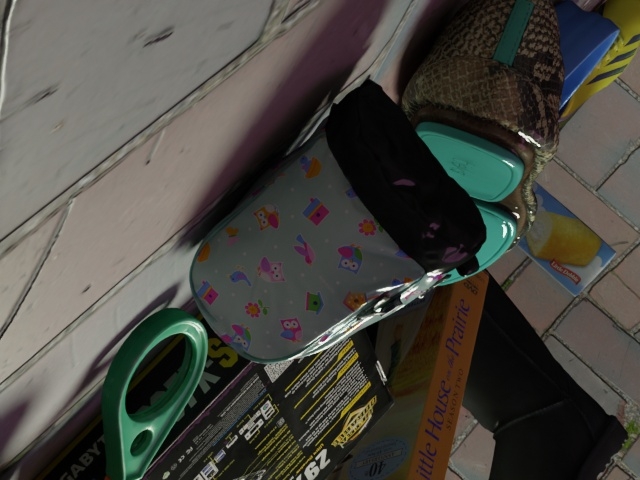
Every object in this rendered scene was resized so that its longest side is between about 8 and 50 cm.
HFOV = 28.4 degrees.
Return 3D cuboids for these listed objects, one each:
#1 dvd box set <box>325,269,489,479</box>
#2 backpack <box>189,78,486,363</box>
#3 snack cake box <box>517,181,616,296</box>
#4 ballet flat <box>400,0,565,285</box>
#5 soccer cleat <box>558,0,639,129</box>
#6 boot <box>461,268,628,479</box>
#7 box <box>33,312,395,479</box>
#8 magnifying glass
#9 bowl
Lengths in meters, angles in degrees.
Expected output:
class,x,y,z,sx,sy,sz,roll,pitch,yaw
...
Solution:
class,x,y,z,sx,sy,sz,roll,pitch,yaw
dvd box set,0.037,0.233,1.524,0.308,0.062,0.420,-24,-142,44
backpack,0.000,0.000,0.850,0.182,0.152,0.115,-38,173,26
snack cake box,0.299,-0.040,1.836,0.089,0.264,0.152,-49,173,9
ballet flat,0.140,-0.092,1.156,0.483,0.164,0.182,99,14,-74
soccer cleat,0.392,-0.263,1.892,0.289,0.093,0.121,-47,166,-7
boot,0.189,0.189,1.733,0.146,0.445,0.367,-41,176,36
box,-0.084,0.182,1.128,0.322,0.079,0.257,-46,149,-16
magnifying glass,-0.140,0.156,0.942,0.092,0.026,0.231,-8,124,-56
bowl,0.207,-0.131,1.557,0.391,0.077,0.391,-47,172,-8
